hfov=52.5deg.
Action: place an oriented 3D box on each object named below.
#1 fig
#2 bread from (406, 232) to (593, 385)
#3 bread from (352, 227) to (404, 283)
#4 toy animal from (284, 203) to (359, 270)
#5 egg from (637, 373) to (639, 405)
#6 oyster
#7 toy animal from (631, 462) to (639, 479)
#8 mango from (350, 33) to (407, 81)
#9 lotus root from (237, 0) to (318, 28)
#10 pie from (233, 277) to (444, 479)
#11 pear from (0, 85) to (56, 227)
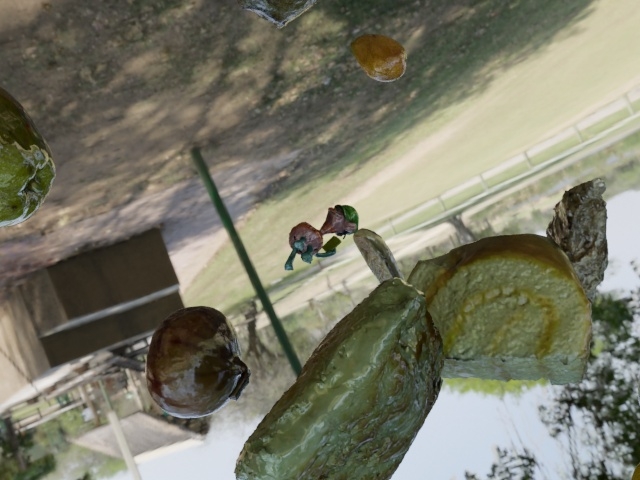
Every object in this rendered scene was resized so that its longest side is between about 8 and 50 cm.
[{"bbox_3d":[-0.255,0.258,1.373,0.215,0.234,0.235,-22,175,7],"label":"fig"},{"bbox_3d":[0.315,0.132,1.262,0.396,0.263,0.239,-2,162,23],"label":"bread"},{"bbox_3d":[0.145,0.045,1.520,0.073,0.214,0.053,4,-132,42],"label":"bread"},{"bbox_3d":[0.000,0.000,1.324,0.100,0.103,0.208,6,-153,31],"label":"toy animal"},{"bbox_3d":[0.794,0.324,1.433,0.230,0.168,0.168,-64,-170,-19],"label":"egg"},{"bbox_3d":[0.559,0.009,1.488,0.111,0.395,0.204,-4,-153,-7],"label":"oyster"},{"bbox_3d":[0.590,0.355,0.937,0.156,0.156,0.230,-19,-145,-35],"label":"toy animal"},{"bbox_3d":[0.152,-0.468,1.649,0.115,0.165,0.089,-26,143,-7],"label":"mango"},{"bbox_3d":[-0.015,-0.513,1.070,0.142,0.313,0.210,17,-176,41],"label":"lotus root"},{"bbox_3d":[0.057,0.244,0.990,0.395,0.180,0.418,-55,156,-8],"label":"pie"},{"bbox_3d":[-0.564,-0.138,0.993,0.321,0.269,0.269,21,-178,9],"label":"pear"}]
